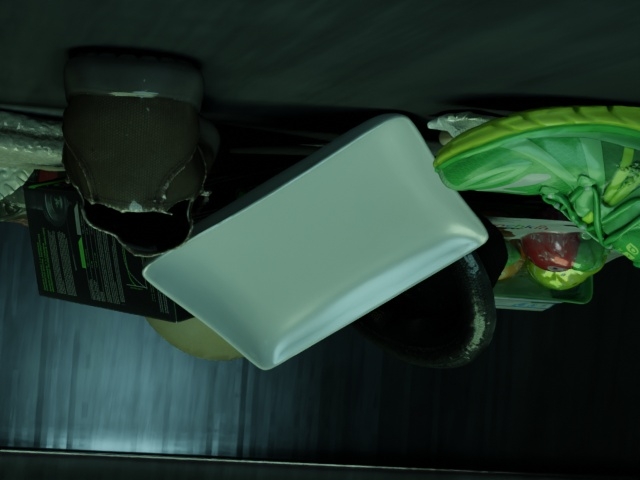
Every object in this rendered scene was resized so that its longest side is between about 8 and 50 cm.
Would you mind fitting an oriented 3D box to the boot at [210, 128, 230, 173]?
[{"bbox_3d":[-0.164,-0.093,1.345,0.085,0.059,0.158,8,-179,25],"label":"boot"}]

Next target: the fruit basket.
[{"bbox_3d":[0.335,0.018,2.079,0.327,0.165,0.353,4,175,-14],"label":"fruit basket"}]

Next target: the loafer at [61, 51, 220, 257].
[{"bbox_3d":[-0.157,-0.051,1.103,0.134,0.130,0.366,4,172,0],"label":"loafer"}]

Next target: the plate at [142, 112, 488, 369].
[{"bbox_3d":[0.000,0.000,1.299,0.277,0.045,0.278,-30,148,9],"label":"plate"}]

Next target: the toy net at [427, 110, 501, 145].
[{"bbox_3d":[0.164,-0.080,1.236,0.122,0.045,0.232,4,178,13],"label":"toy net"}]

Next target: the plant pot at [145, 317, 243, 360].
[{"bbox_3d":[-0.079,0.003,1.769,0.256,0.256,0.274,5,161,-32],"label":"plant pot"}]

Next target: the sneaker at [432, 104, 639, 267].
[{"bbox_3d":[0.236,-0.042,1.070,0.296,0.123,0.109,4,178,3],"label":"sneaker"}]

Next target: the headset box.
[{"bbox_3d":[-0.152,-0.015,1.484,0.246,0.131,0.283,-16,-166,-39],"label":"headset box"}]

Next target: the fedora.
[{"bbox_3d":[0.139,0.017,1.887,0.334,0.334,0.152,1,-150,48],"label":"fedora"}]

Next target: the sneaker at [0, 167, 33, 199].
[{"bbox_3d":[-0.429,-0.093,1.620,0.235,0.090,0.095,-10,-153,27],"label":"sneaker"}]

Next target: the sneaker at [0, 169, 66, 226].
[{"bbox_3d":[-0.420,-0.069,1.871,0.135,0.097,0.276,4,176,-15],"label":"sneaker"}]

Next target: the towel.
[{"bbox_3d":[-0.335,-0.104,1.427,0.282,0.049,0.187,5,178,-39],"label":"towel"}]
